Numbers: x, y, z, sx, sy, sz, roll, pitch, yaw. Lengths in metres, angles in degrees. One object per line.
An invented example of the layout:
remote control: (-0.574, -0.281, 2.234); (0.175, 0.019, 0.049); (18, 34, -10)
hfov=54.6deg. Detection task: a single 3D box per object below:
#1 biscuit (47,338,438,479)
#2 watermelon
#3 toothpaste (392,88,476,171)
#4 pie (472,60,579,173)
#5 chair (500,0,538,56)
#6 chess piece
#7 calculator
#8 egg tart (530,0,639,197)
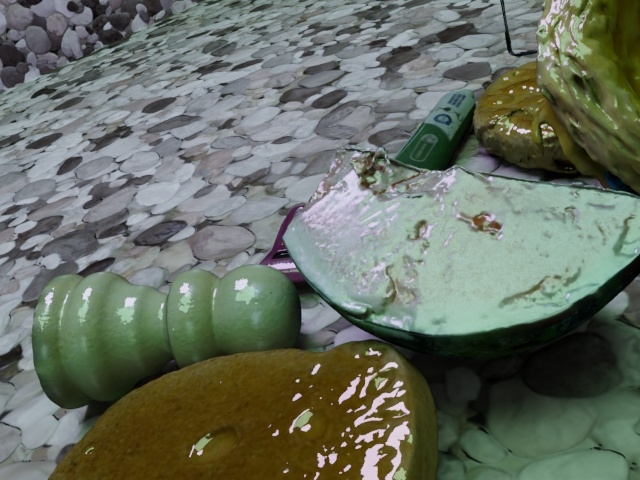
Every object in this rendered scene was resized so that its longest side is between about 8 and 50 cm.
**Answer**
biscuit: (-0.079, 0.201, 0.470); (0.344, 0.057, 0.287); (-15, 31, 22)
watermelon: (0.132, 0.015, 0.548); (0.305, 0.180, 0.224); (12, 20, 32)
toothpaste: (0.153, -0.123, 0.884); (0.099, 0.061, 0.392); (21, 46, 18)
pie: (0.380, -0.197, 0.868); (0.340, 0.083, 0.339); (-13, 29, 7)
chair: (0.392, -0.360, 0.927); (0.140, 0.145, 0.221); (-21, 24, -11)
chess piece: (-0.144, 0.090, 0.646); (0.251, 0.144, 0.144); (-8, 32, 5)
calculator: (0.000, 0.000, 0.796); (0.127, 0.034, 0.190); (-8, 27, 18)
egg tart: (0.396, -0.169, 0.648); (0.388, 0.387, 0.169); (-22, -13, -7)
